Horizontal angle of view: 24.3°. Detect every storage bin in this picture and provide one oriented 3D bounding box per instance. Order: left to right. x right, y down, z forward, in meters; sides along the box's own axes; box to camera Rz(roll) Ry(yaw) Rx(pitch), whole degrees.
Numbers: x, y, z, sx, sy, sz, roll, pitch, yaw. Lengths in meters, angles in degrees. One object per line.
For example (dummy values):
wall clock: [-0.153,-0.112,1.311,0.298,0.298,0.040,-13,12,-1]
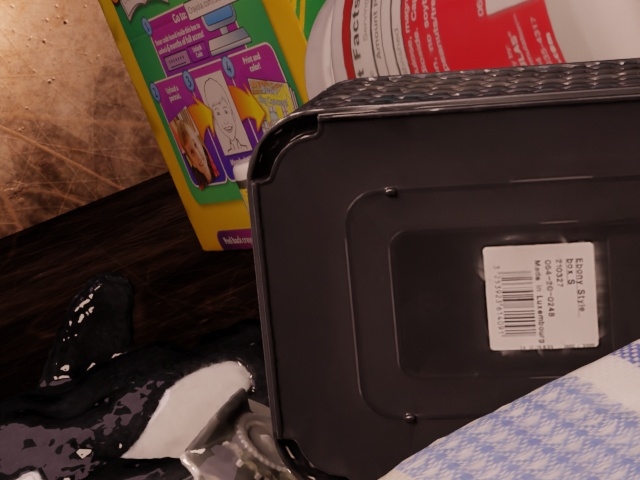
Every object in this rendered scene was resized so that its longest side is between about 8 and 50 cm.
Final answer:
storage bin: [0.076,0.009,0.470,0.180,0.122,0.084,-3,13,11]

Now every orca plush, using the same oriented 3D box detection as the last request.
orca plush: [-0.064,0.054,0.619,0.287,0.102,0.151,-22,-4,-2]

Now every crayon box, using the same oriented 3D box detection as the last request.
crayon box: [-0.050,-0.155,1.257,0.106,0.313,0.363,-25,10,-25]

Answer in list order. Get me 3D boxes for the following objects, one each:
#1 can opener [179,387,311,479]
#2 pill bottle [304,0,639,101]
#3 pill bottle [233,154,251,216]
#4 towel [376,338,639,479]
can opener: [-0.049,0.126,0.417,0.095,0.076,0.283,-53,-4,24]
pill bottle: [0.147,-0.130,0.896,0.229,0.229,0.408,-25,7,-23]
pill bottle: [0.000,0.000,0.836,0.065,0.116,0.065,-21,9,4]
towel: [0.116,0.065,0.287,0.285,0.034,0.209,-25,24,-21]
